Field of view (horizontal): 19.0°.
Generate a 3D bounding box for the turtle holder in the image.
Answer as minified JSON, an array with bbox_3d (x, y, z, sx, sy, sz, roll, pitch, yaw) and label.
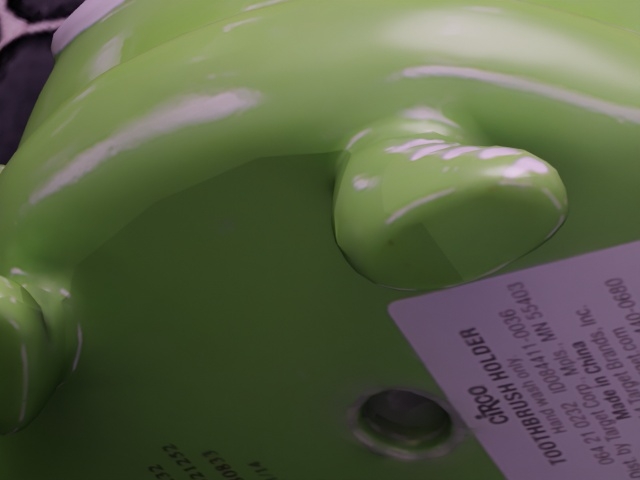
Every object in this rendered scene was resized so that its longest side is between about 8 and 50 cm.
[{"bbox_3d":[0.019,0.006,0.569,0.320,0.243,0.227,-45,23,43],"label":"turtle holder"}]
